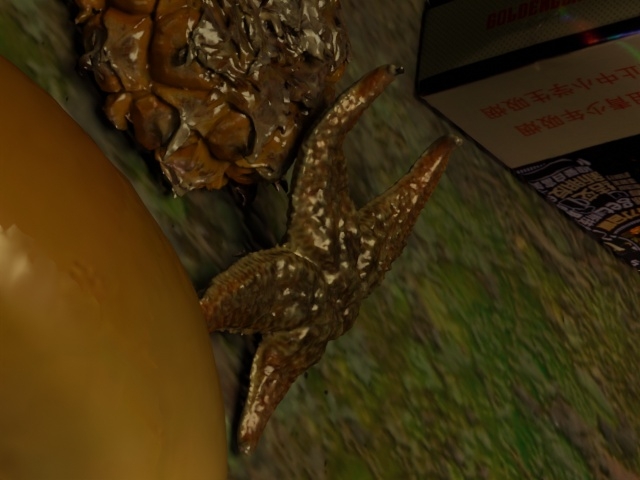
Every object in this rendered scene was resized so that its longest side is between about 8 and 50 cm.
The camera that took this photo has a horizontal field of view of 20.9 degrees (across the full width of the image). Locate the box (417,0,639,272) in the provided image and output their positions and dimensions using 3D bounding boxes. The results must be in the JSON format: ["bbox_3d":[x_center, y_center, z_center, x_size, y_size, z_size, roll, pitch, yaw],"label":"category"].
[{"bbox_3d":[0.236,-0.086,1.205,0.310,0.198,0.084,34,54,-42],"label":"box"}]

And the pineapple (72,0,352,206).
[{"bbox_3d":[-0.050,-0.125,0.959,0.225,0.076,0.224,21,62,-46],"label":"pineapple"}]

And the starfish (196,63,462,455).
[{"bbox_3d":[-0.002,-0.002,0.964,0.247,0.050,0.138,-56,149,-28],"label":"starfish"}]

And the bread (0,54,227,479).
[{"bbox_3d":[-0.236,0.075,0.410,0.424,0.329,0.245,16,49,-11],"label":"bread"}]
